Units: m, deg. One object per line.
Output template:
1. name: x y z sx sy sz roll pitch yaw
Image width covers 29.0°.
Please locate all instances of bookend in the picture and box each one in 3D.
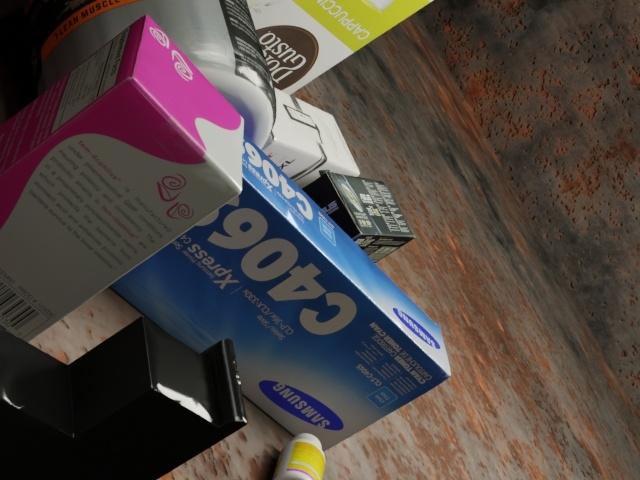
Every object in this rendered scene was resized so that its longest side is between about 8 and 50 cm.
1. bookend: -0.159 0.096 0.784 0.157 0.156 0.072 38 26 -41

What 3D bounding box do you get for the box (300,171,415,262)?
1. box: 0.000 0.000 1.349 0.077 0.147 0.180 61 20 12

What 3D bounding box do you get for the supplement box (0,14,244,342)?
1. supplement box: -0.171 -0.037 0.868 0.111 0.220 0.114 48 21 -26

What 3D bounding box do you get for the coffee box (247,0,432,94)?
1. coffee box: -0.094 -0.411 1.492 0.338 0.334 0.338 31 33 -54

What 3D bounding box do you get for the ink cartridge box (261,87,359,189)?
1. ink cartridge box: -0.073 -0.083 1.299 0.203 0.148 0.086 13 48 -63

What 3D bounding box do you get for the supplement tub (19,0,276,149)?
1. supplement tub: -0.176 -0.223 1.154 0.207 0.207 0.338 30 35 -53

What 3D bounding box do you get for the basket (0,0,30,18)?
1. basket: -0.323 -0.311 1.057 0.204 0.154 0.226 38 28 -64

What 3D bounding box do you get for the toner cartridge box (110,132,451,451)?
1. toner cartridge box: -0.045 0.049 1.132 0.348 0.165 0.075 43 24 -33

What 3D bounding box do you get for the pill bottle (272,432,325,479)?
1. pill bottle: -0.019 0.209 1.123 0.043 0.043 0.083 52 20 -13
